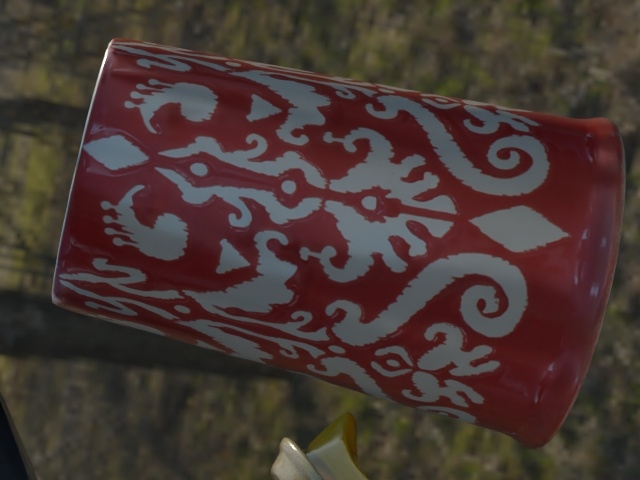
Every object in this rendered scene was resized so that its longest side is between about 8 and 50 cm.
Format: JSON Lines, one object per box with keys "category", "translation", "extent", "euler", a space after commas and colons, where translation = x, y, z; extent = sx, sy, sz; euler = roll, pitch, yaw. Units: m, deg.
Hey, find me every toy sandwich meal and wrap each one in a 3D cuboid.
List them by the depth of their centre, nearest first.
{"category": "toy sandwich meal", "translation": [0.018, 0.080, 0.450], "extent": [0.085, 0.029, 0.085], "euler": [58, 171, 15]}

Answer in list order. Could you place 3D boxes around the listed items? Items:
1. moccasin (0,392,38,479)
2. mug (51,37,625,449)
{"category": "moccasin", "translation": [-0.091, 0.153, 0.489], "extent": [0.117, 0.137, 0.342], "euler": [-137, 39, -74]}
{"category": "mug", "translation": [-0.001, 0.007, 0.620], "extent": [0.150, 0.169, 0.113], "euler": [111, 170, -54]}
